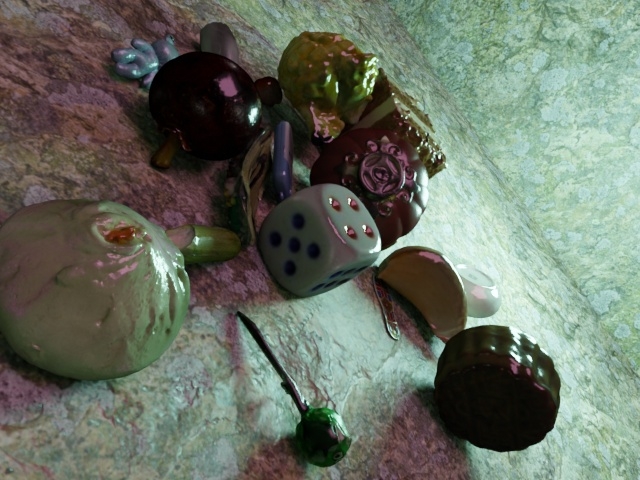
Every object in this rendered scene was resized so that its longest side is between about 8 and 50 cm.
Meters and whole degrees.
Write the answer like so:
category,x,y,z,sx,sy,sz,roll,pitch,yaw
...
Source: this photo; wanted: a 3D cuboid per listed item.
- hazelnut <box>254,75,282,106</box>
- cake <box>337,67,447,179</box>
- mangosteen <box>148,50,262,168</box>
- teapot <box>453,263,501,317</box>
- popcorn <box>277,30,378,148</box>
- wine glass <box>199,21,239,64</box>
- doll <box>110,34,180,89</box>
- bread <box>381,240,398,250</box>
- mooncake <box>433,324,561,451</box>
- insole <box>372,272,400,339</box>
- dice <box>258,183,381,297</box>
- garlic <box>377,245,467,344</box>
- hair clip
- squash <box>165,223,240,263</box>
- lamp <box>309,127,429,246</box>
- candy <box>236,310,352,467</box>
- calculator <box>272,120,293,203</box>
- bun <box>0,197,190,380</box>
category,x,y,z,sx,sy,sz,roll,pitch,yaw
hazelnut,-0.141,-0.399,1.629,0.086,0.086,0.086,34,35,-29
cake,0.174,-0.297,1.770,0.256,0.282,0.290,32,32,-43
mangosteen,-0.250,-0.247,1.214,0.235,0.236,0.261,42,66,-18
teapot,0.432,0.158,1.785,0.204,0.139,0.298,31,23,28
popcorn,0.024,-0.427,1.612,0.293,0.293,0.237,38,4,-24
wine glass,-0.177,-0.388,1.561,0.264,0.096,0.309,20,43,-49
doll,-0.379,-0.382,1.305,0.180,0.075,0.119,-19,117,-46
bread,0.163,-0.022,1.662,0.083,0.070,0.076,33,37,-35
mooncake,0.405,0.352,1.407,0.290,0.290,0.161,51,31,-4
insole,0.168,0.165,1.540,0.065,0.006,0.193,23,41,-40
dice,0.000,0.000,1.298,0.193,0.194,0.191,-7,63,-58
garlic,0.291,0.160,1.621,0.196,0.151,0.338,-40,98,-26
hair clip,-0.164,-0.123,1.302,0.091,0.138,0.321,4,40,3
squash,-0.210,0.007,1.085,0.069,0.069,0.239,59,15,10
lamp,0.121,-0.131,1.514,0.303,0.303,0.257,55,-12,3
candy,-0.059,0.255,1.086,0.323,0.097,0.097,54,30,16
calculator,-0.088,-0.183,1.434,0.121,0.039,0.210,82,7,-58
bun,-0.300,0.042,0.853,0.293,0.187,0.293,37,32,-28
